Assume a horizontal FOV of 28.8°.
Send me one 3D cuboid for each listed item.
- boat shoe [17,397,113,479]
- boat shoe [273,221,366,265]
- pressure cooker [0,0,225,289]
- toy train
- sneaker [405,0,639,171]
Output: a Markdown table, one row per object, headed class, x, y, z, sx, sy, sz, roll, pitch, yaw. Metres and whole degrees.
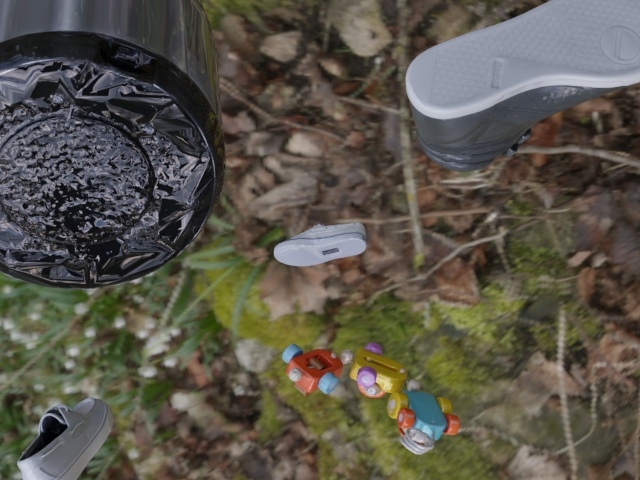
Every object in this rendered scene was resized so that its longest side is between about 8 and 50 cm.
| class | x | y | z | sx | sy | sz | roll | pitch | yaw |
| --- | --- | --- | --- | --- | --- | --- | --- | --- | --- |
| boat shoe | -0.289 | 0.218 | 1.396 | 0.066 | 0.184 | 0.063 | -19 | 108 | 24 |
| boat shoe | 0.000 | 0.000 | 1.310 | 0.100 | 0.035 | 0.035 | -12 | 134 | 15 |
| pressure cooker | -0.305 | -0.188 | 1.599 | 0.376 | 0.420 | 0.369 | 8 | 128 | -15 |
| toy train | 0.045 | 0.151 | 1.160 | 0.166 | 0.125 | 0.046 | 34 | 120 | 24 |
| sneaker | 0.221 | -0.157 | 1.252 | 0.296 | 0.147 | 0.104 | -16 | 68 | -8 |
